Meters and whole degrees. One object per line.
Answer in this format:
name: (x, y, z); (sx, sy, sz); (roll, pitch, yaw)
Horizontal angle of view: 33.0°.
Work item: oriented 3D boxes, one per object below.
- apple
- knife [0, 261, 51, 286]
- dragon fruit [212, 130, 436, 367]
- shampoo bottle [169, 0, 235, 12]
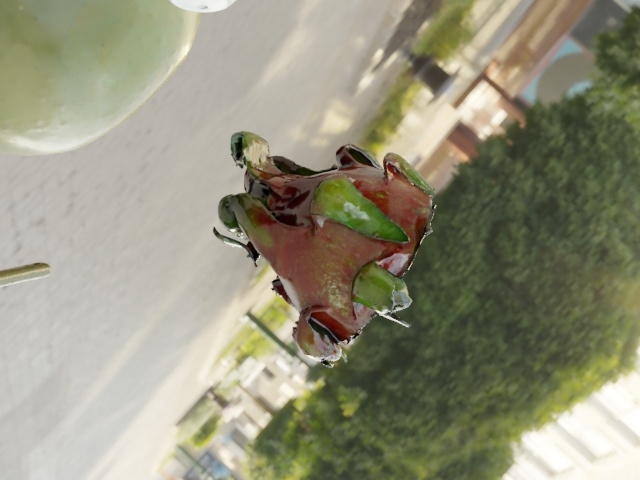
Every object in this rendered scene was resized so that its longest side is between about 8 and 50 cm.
apple: (-0.397, -0.342, 1.407); (0.473, 0.473, 0.473); (-48, 176, -4)
knife: (-0.367, 0.046, 1.014); (0.298, 0.047, 0.017); (-15, 112, -62)
dragon fruit: (0.000, 0.000, 0.677); (0.138, 0.175, 0.142); (-54, 162, -18)
shampoo bottle: (-0.101, -0.301, 0.952); (0.074, 0.074, 0.192); (110, -17, -80)
